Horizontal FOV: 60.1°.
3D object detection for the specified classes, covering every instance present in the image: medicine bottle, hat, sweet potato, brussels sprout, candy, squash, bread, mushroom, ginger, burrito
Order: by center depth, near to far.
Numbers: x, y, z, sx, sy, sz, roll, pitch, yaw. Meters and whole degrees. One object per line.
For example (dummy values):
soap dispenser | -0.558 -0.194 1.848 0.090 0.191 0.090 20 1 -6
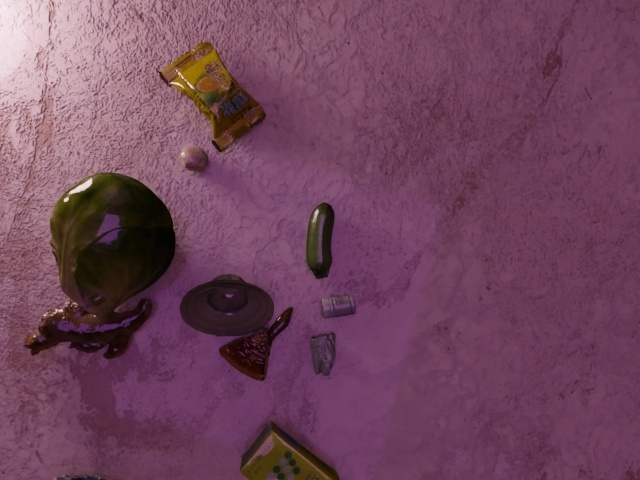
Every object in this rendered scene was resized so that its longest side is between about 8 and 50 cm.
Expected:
brussels sprout | -0.532 0.012 1.422 0.281 0.289 0.354 25 88 12
medicine bottle | -0.078 0.617 1.476 0.250 0.141 0.137 39 80 0
ginger | -0.625 0.241 1.499 0.333 0.080 0.166 -1 98 -12
hat | -0.251 0.151 1.511 0.252 0.252 0.110 -3 46 -5
bread | -0.185 0.325 1.532 0.154 0.054 0.136 -26 89 11
sweet potato | -0.123 0.252 1.557 0.041 0.038 0.153 31 85 -12
burrito | 0.013 0.321 1.561 0.074 0.044 0.118 -3 81 -9
medicine bottle | 0.050 0.187 1.567 0.091 0.058 0.058 -8 85 -6
mushroom | -0.361 -0.231 1.570 0.084 0.067 0.083 13 49 -15
squash | 0.000 0.000 1.575 0.077 0.068 0.219 2 85 -10
candy | -0.307 -0.417 1.583 0.187 0.081 0.297 -39 89 -9

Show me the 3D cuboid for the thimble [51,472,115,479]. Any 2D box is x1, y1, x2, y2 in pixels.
thimble | -0.588 0.694 1.387 0.246 0.217 0.157 19 84 -16
